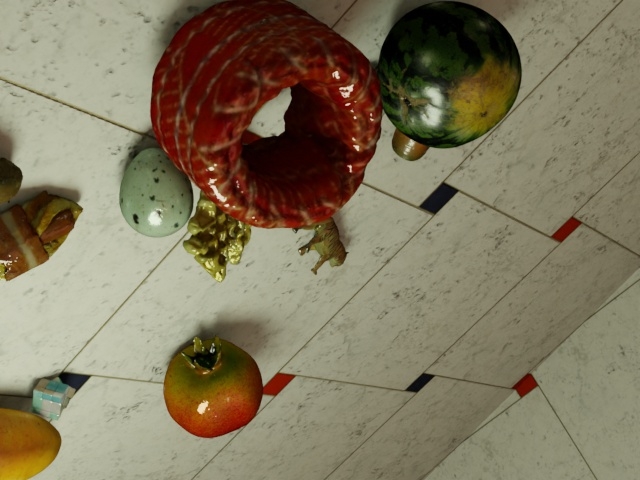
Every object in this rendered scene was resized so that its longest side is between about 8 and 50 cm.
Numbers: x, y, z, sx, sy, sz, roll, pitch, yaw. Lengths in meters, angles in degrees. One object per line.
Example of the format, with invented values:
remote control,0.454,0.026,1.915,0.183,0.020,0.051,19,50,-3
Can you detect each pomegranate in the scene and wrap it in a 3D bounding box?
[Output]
pomegranate,-0.238,0.312,2.259,0.221,0.221,0.256,-22,136,-22

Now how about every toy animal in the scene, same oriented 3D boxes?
toy animal,0.000,0.000,2.217,0.099,0.057,0.241,-36,148,-12

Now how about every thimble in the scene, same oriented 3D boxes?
thimble,-0.080,-0.203,1.614,0.350,0.230,0.350,-22,130,-29

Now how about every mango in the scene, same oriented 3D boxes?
mango,-0.662,0.418,2.002,0.350,0.199,0.201,2,96,-42

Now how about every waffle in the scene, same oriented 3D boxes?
waffle,-0.167,-0.057,1.859,0.261,0.056,0.250,53,52,-66

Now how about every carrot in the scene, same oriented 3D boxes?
carrot,0.206,-0.248,2.048,0.087,0.087,0.193,-8,136,-38

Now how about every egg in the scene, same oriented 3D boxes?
egg,-0.281,-0.084,1.755,0.131,0.131,0.164,-14,123,-32

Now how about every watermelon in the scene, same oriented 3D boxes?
watermelon,0.229,-0.300,1.836,0.269,0.269,0.269,-25,148,-17

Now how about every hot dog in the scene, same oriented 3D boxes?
hot dog,-0.506,0.009,1.680,0.262,0.093,0.123,-28,149,-12

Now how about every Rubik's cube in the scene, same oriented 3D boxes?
Rubik's cube,-0.548,0.319,2.090,0.084,0.075,0.073,-56,-171,30

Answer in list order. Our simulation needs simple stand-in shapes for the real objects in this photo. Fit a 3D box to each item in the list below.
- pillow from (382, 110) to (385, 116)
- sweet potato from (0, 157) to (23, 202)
pillow,0.051,-0.219,1.963,0.128,0.051,0.229,12,125,-42
sweet potato,-0.527,-0.119,1.484,0.124,0.098,0.310,-50,152,-17
